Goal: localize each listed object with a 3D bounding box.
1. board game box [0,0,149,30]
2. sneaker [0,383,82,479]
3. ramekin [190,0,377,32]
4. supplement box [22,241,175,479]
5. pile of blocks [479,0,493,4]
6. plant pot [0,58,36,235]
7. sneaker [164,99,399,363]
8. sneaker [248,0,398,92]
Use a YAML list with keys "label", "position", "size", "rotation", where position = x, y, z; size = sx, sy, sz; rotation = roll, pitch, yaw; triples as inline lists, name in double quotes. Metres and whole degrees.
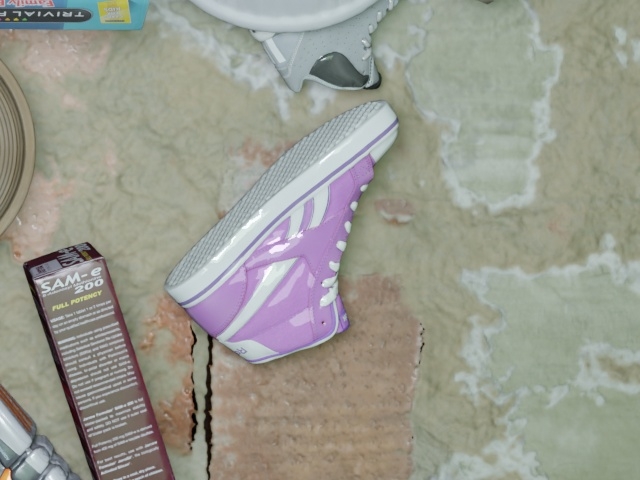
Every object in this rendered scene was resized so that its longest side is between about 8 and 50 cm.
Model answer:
- label: "board game box"
  position: [-0.289, -0.353, 1.588]
  size: [0.254, 0.079, 0.336]
  rotation: [-1, 71, -13]
- label: "sneaker"
  position: [-0.294, 0.298, 1.709]
  size: [0.180, 0.124, 0.321]
  rotation: [-39, 92, -3]
- label: "ramekin"
  position: [-0.034, -0.341, 1.640]
  size: [0.277, 0.135, 0.277]
  rotation: [0, 80, 0]
- label: "supplement box"
  position: [-0.209, 0.129, 1.695]
  size: [0.073, 0.130, 0.239]
  rotation: [-19, 101, -11]
- label: "pile of blocks"
  position: [0.251, -0.334, 1.770]
  size: [0.362, 0.112, 0.149]
  rotation: [-17, 87, -21]
- label: "plant pot"
  position: [-0.366, -0.082, 1.570]
  size: [0.237, 0.110, 0.237]
  rotation: [-1, 95, -14]
- label: "sneaker"
  position: [0.000, 0.000, 1.753]
  size: [0.282, 0.102, 0.161]
  rotation: [-44, 107, 5]
- label: "sneaker"
  position: [0.049, -0.221, 1.753]
  size: [0.229, 0.086, 0.132]
  rotation: [-30, 112, -5]
